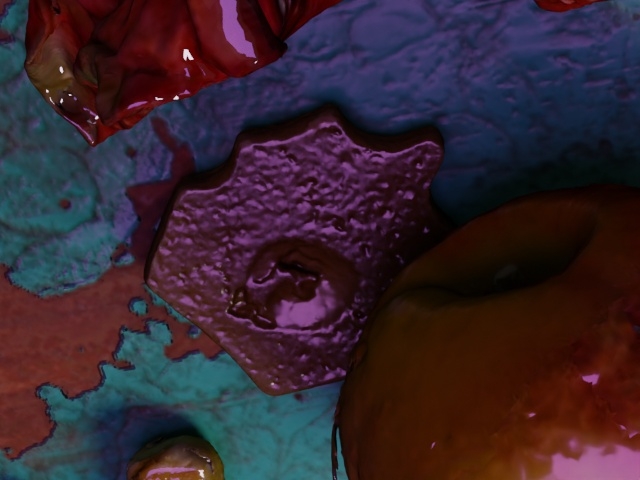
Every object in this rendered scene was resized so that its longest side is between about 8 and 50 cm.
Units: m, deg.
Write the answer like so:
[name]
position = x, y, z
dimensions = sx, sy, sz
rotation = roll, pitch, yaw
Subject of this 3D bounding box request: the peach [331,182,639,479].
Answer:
[peach]
position = 0.191, 0.144, 0.821
dimensions = 0.373, 0.290, 0.372
rotation = 2, 121, 3

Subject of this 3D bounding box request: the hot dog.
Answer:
[hot dog]
position = -0.092, 0.272, 1.042
dimensions = 0.083, 0.068, 0.289
rotation = -13, 113, -14

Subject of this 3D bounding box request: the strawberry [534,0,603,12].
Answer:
[strawberry]
position = 0.125, -0.238, 0.672
dimensions = 0.220, 0.274, 0.274
rotation = -3, 119, 33

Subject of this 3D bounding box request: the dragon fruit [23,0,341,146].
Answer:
[dragon fruit]
position = -0.114, -0.176, 0.678
dimensions = 0.228, 0.329, 0.286
rotation = -25, 113, 24

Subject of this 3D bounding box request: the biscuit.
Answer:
[biscuit]
position = 0.000, -0.001, 0.910
dimensions = 0.215, 0.034, 0.182
rotation = -40, 108, 20
